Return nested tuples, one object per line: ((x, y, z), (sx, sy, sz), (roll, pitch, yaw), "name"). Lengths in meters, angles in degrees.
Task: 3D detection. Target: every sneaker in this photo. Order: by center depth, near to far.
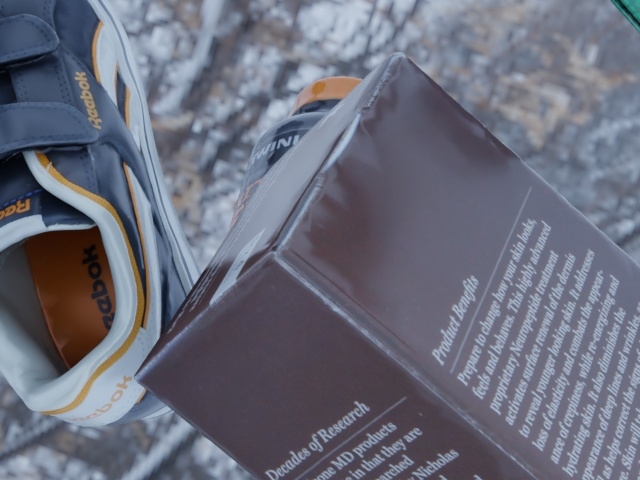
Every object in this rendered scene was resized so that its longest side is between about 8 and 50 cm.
((-0.161, -0.051, 0.974), (0.126, 0.321, 0.127), (-30, -10, 22), "sneaker")

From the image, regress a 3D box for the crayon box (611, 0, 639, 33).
((0.276, -0.266, 1.132), (0.278, 0.081, 0.165), (-41, 16, 14), "crayon box")

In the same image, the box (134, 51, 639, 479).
((0.113, 0.105, 0.928), (0.143, 0.381, 0.191), (-39, 13, 39), "box")

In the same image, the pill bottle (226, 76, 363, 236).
((0.000, 0.000, 1.251), (0.130, 0.130, 0.246), (98, -175, -52), "pill bottle")
